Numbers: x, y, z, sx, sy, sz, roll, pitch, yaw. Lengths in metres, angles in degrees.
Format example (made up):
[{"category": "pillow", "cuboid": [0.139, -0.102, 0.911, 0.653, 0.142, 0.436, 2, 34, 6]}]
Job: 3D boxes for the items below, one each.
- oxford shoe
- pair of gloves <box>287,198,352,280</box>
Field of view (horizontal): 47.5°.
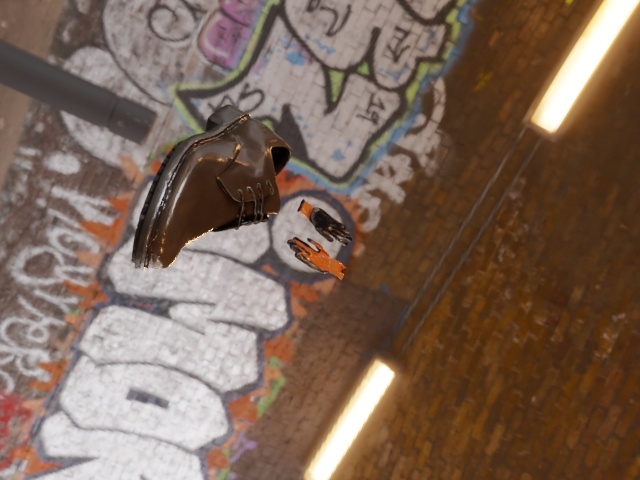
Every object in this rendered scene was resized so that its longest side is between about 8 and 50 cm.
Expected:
[{"category": "oxford shoe", "cuboid": [-0.084, -0.044, 0.632, 0.227, 0.096, 0.082, -59, 173, -48]}, {"category": "pair of gloves", "cuboid": [0.000, 0.000, 0.793, 0.010, 0.074, 0.083, -39, -154, 42]}]
